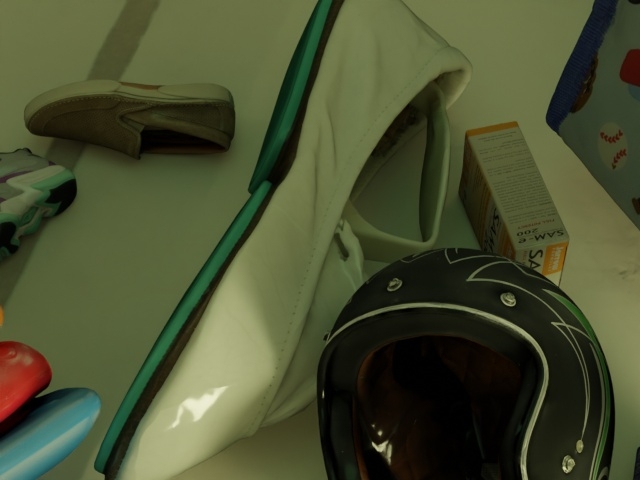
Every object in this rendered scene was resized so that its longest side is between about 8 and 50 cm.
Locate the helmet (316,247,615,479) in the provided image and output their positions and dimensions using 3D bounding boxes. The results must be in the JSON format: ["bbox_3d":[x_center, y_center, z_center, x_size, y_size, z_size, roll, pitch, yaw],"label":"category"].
[{"bbox_3d":[0.079,0.087,1.047,0.169,0.169,0.161,-4,73,-4],"label":"helmet"}]

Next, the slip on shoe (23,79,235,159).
[{"bbox_3d":[-0.122,-0.073,1.255,0.135,0.051,0.041,-1,63,-9],"label":"slip on shoe"}]

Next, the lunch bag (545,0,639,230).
[{"bbox_3d":[0.393,-0.077,1.154,0.385,0.239,0.328,-10,50,-29],"label":"lunch bag"}]

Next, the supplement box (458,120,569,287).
[{"bbox_3d":[0.117,-0.016,1.200,0.036,0.062,0.098,-11,52,-11],"label":"supplement box"}]

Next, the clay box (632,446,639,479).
[{"bbox_3d":[0.229,0.119,0.993,0.053,0.222,0.127,23,52,-10],"label":"clay box"}]

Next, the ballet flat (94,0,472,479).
[{"bbox_3d":[0.000,0.000,1.158,0.139,0.139,0.400,15,52,11],"label":"ballet flat"}]

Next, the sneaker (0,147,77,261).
[{"bbox_3d":[-0.208,-0.025,1.222,0.069,0.038,0.098,33,49,24],"label":"sneaker"}]

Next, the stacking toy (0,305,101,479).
[{"bbox_3d":[-0.264,0.017,1.014,0.166,0.175,0.301,-33,96,-37],"label":"stacking toy"}]
